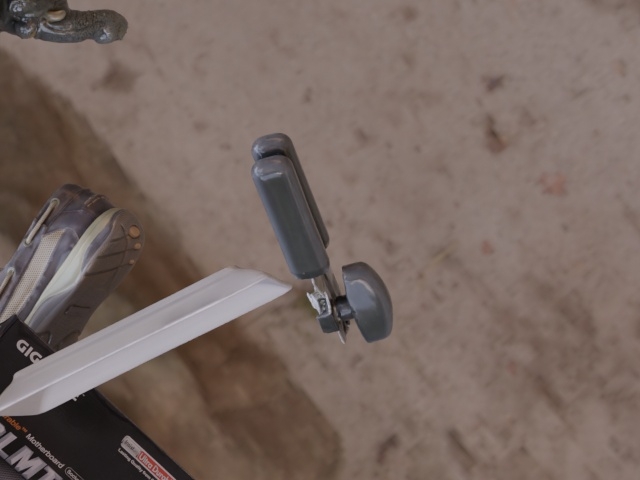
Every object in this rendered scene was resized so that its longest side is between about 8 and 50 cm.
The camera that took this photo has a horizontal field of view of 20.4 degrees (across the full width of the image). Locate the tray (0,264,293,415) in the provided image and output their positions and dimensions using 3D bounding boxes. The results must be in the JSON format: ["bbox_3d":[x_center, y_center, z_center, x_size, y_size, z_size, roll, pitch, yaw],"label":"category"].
[{"bbox_3d":[-0.159,0.085,1.576,0.030,0.270,0.145,64,-175,9],"label":"tray"}]

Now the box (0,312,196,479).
[{"bbox_3d":[-0.325,0.284,1.941,0.295,0.293,0.073,46,149,-13],"label":"box"}]

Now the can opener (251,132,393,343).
[{"bbox_3d":[0.000,0.000,1.922,0.093,0.074,0.280,-18,129,12],"label":"can opener"}]

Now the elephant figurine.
[{"bbox_3d":[-0.373,-0.279,2.027,0.169,0.239,0.186,20,134,43],"label":"elephant figurine"}]

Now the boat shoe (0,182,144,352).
[{"bbox_3d":[-0.362,0.083,2.166,0.130,0.132,0.355,41,93,21],"label":"boat shoe"}]
